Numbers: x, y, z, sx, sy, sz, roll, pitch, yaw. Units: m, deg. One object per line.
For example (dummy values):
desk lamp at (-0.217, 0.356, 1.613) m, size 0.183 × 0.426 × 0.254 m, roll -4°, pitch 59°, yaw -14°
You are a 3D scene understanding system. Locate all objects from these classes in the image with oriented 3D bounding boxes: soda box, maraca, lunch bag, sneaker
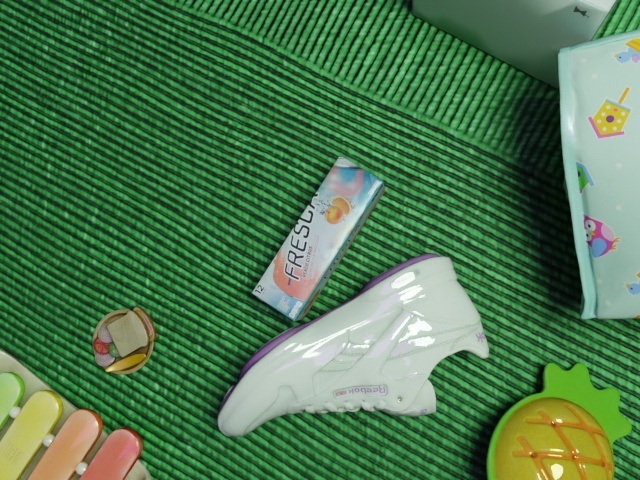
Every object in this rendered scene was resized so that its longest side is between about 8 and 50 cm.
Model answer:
soda box at (0.000, 0.000, 0.722) m, size 0.058 × 0.063 × 0.183 m, roll 32°, pitch 89°, yaw 10°
maraca at (0.242, 0.209, 0.650) m, size 0.127 × 0.099 × 0.185 m, roll 40°, pitch 65°, yaw 5°
lunch bag at (0.338, -0.069, 0.580) m, size 0.224 × 0.160 × 0.262 m, roll -4°, pitch 103°, yaw 29°
sneaker at (0.033, 0.141, 0.676) m, size 0.305 × 0.114 × 0.152 m, roll -32°, pitch 79°, yaw 4°

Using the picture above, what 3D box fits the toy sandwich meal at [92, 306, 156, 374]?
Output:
toy sandwich meal at (-0.234, 0.119, 0.761) m, size 0.086 × 0.029 × 0.085 m, roll -1°, pitch 84°, yaw 8°

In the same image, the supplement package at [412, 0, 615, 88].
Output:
supplement package at (0.242, -0.340, 0.653) m, size 0.198 × 0.199 × 0.262 m, roll 31°, pitch 89°, yaw 11°

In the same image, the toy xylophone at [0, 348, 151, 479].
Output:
toy xylophone at (-0.347, 0.268, 0.737) m, size 0.323 × 0.081 × 0.236 m, roll 26°, pitch 89°, yaw 11°
